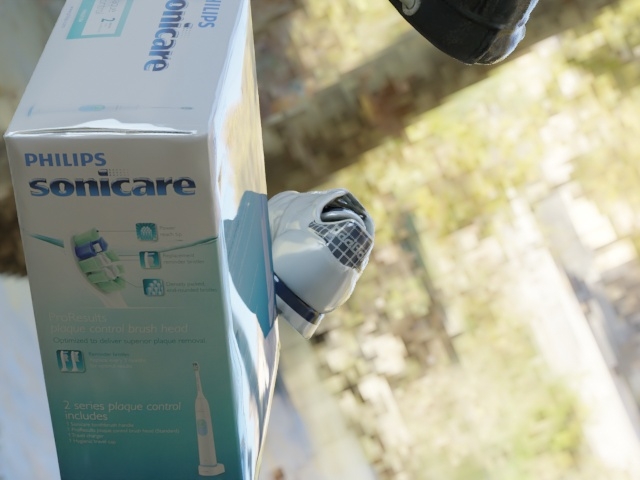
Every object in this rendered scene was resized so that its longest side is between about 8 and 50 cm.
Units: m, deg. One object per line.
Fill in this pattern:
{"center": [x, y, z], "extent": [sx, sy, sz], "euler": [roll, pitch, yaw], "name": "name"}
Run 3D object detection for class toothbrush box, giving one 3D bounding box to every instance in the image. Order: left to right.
{"center": [-0.104, 0.008, 1.275], "extent": [0.216, 0.126, 0.295], "euler": [-81, 170, -57], "name": "toothbrush box"}

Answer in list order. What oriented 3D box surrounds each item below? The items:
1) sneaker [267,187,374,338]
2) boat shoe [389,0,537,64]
{"center": [0.000, 0.000, 1.526], "extent": [0.090, 0.095, 0.235], "euler": [38, 10, -14], "name": "sneaker"}
{"center": [0.031, -0.183, 0.942], "extent": [0.114, 0.091, 0.302], "euler": [15, 24, -22], "name": "boat shoe"}
